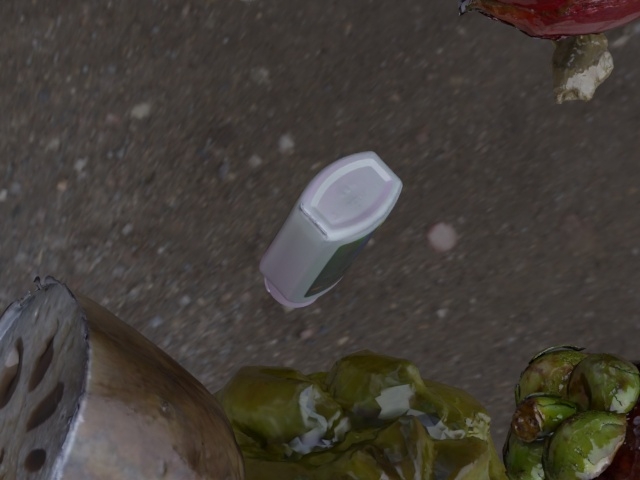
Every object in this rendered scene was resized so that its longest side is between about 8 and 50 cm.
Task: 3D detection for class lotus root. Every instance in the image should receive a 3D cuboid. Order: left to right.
[{"bbox_3d":[-0.146,0.178,1.023,0.192,0.272,0.272,27,72,-21],"label":"lotus root"}]

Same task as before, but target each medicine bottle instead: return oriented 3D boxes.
[{"bbox_3d":[0.000,0.000,1.582,0.078,0.219,0.115,46,61,7],"label":"medicine bottle"}]

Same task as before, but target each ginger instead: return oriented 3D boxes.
[{"bbox_3d":[0.270,-0.217,1.687,0.069,0.051,0.173,-20,47,18],"label":"ginger"}]

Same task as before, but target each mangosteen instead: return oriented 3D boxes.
[{"bbox_3d":[0.192,0.142,1.020,0.180,0.166,0.166,39,70,-28],"label":"mangosteen"}]

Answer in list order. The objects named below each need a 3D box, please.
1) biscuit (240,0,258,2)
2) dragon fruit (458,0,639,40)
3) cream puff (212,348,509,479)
[{"bbox_3d":[-0.088,-0.398,1.502,0.062,0.237,0.290,-4,66,6],"label":"biscuit"},{"bbox_3d":[0.235,-0.336,1.467,0.302,0.295,0.295,-10,80,7],"label":"dragon fruit"},{"bbox_3d":[0.023,0.239,1.400,0.378,0.275,0.378,4,49,-4],"label":"cream puff"}]
